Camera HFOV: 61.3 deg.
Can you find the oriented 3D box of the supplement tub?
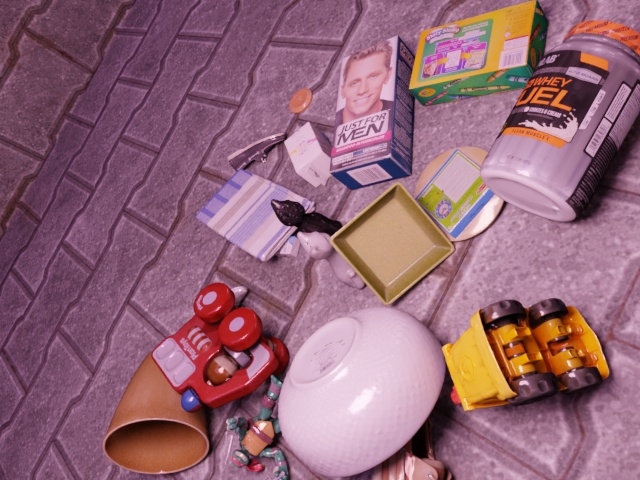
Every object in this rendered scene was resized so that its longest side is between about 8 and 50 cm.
[{"bbox_3d":[0.439,-0.209,0.960,0.194,0.194,0.315,28,87,44],"label":"supplement tub"}]

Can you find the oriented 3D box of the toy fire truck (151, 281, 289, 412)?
[{"bbox_3d":[-0.240,0.265,1.254,0.254,0.169,0.302,-44,44,-12],"label":"toy fire truck"}]

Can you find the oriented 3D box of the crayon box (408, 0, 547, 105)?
[{"bbox_3d":[0.348,-0.413,1.215,0.279,0.081,0.165,0,69,40],"label":"crayon box"}]

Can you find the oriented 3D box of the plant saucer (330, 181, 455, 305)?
[{"bbox_3d":[0.146,0.006,1.123,0.188,0.188,0.045,-41,7,3],"label":"plant saucer"}]

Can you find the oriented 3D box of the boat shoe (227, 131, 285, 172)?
[{"bbox_3d":[-0.182,-0.262,1.611,0.206,0.075,0.064,-21,99,24],"label":"boat shoe"}]

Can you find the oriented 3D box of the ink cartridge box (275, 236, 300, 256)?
[{"bbox_3d":[-0.095,0.016,1.404,0.083,0.028,0.048,1,68,40],"label":"ink cartridge box"}]

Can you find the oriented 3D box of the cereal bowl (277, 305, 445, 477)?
[{"bbox_3d":[0.049,0.244,0.993,0.339,0.141,0.339,-35,19,14],"label":"cereal bowl"}]

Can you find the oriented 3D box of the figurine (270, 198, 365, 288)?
[{"bbox_3d":[0.000,0.000,1.207,0.092,0.210,0.215,-51,47,9],"label":"figurine"}]

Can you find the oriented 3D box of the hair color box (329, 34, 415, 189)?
[{"bbox_3d":[0.132,-0.312,1.329,0.174,0.105,0.346,-11,61,35],"label":"hair color box"}]

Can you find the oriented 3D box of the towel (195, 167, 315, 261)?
[{"bbox_3d":[-0.178,-0.075,1.442,0.285,0.034,0.209,29,69,32],"label":"towel"}]

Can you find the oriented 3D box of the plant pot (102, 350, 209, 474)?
[{"bbox_3d":[-0.392,0.400,1.344,0.237,0.237,0.254,-36,36,21],"label":"plant pot"}]

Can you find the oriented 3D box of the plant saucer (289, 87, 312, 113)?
[{"bbox_3d":[-0.060,-0.416,1.603,0.084,0.013,0.083,-19,58,33],"label":"plant saucer"}]

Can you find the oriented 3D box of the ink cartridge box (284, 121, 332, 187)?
[{"bbox_3d":[-0.018,-0.218,1.414,0.090,0.092,0.143,-37,51,19],"label":"ink cartridge box"}]

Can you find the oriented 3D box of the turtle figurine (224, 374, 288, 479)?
[{"bbox_3d":[-0.128,0.416,1.155,0.234,0.175,0.118,-53,14,-9],"label":"turtle figurine"}]

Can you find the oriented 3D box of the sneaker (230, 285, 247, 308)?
[{"bbox_3d":[-0.240,0.178,1.434,0.152,0.054,0.061,-44,57,22],"label":"sneaker"}]

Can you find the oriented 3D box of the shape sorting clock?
[{"bbox_3d":[0.288,-0.097,1.133,0.206,0.040,0.206,-18,62,38],"label":"shape sorting clock"}]

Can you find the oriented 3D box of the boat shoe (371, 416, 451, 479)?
[{"bbox_3d":[0.160,0.412,0.933,0.117,0.123,0.324,-25,56,26],"label":"boat shoe"}]

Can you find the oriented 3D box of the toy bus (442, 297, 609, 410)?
[{"bbox_3d":[0.313,0.206,0.886,0.211,0.221,0.149,121,141,-49],"label":"toy bus"}]
